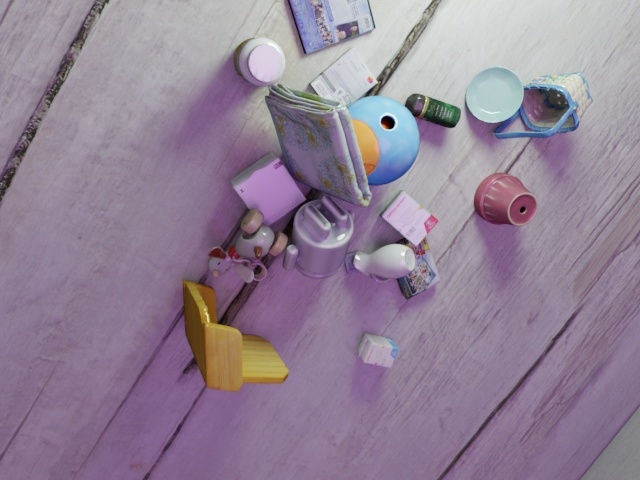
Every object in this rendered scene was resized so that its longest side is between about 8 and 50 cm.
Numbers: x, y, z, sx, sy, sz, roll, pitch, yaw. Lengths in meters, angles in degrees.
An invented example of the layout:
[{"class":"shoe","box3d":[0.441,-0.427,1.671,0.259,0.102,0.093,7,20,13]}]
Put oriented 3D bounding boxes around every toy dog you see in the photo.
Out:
[{"class":"toy dog","box3d":[-0.254,0.053,1.743,0.220,0.161,0.334,23,131,-11]}]

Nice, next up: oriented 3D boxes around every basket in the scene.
[{"class":"basket","box3d":[0.787,-0.459,1.871,0.289,0.254,0.201,-49,119,-14]}]

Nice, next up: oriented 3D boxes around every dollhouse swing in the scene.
[{"class":"dollhouse swing","box3d":[-0.283,0.308,1.809,0.304,0.347,0.316,-6,111,-23]}]

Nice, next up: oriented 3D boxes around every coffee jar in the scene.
[{"class":"coffee jar","box3d":[0.389,-0.453,1.841,0.184,0.096,0.079,12,103,-20]}]

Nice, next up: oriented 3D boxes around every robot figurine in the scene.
[{"class":"robot figurine","box3d":[0.000,0.000,1.803,0.299,0.200,0.354,-27,154,-24]}]

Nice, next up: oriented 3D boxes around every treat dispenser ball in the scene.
[{"class":"treat dispenser ball","box3d":[0.178,-0.323,1.725,0.287,0.288,0.289,-5,111,-13]}]

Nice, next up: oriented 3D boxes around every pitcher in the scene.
[{"class":"pitcher","box3d":[0.253,0.095,1.963,0.178,0.207,0.126,46,49,-37]}]

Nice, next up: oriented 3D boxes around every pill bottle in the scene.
[{"class":"pill bottle","box3d":[-0.180,-0.531,1.573,0.136,0.246,0.137,-5,111,-14]}]

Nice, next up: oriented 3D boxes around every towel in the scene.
[{"class":"towel","box3d":[-0.010,-0.287,1.628,0.090,0.320,0.375,-41,136,-20]}]

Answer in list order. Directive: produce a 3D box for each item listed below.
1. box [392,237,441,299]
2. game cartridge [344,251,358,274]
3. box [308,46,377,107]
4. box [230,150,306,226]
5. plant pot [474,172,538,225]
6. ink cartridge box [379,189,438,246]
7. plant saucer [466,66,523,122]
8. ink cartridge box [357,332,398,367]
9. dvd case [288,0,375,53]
[{"class":"box","box3d":[0.362,0.097,2.064,0.159,0.044,0.233,-26,114,-4]},{"class":"game cartridge","box3d":[0.120,0.084,2.010,0.055,0.017,0.083,-14,113,-6]},{"class":"box","box3d":[0.076,-0.525,1.760,0.186,0.038,0.145,-40,115,3]},{"class":"box","box3d":[-0.177,-0.172,1.777,0.180,0.119,0.182,-34,115,-1]},{"class":"plant pot","box3d":[0.714,-0.142,1.999,0.201,0.180,0.202,-5,110,-14]},{"class":"ink cartridge box","box3d":[0.324,-0.084,1.949,0.175,0.072,0.127,40,96,-7]},{"class":"plant saucer","box3d":[0.619,-0.517,1.883,0.194,0.037,0.195,1,96,14]},{"class":"ink cartridge box","box3d":[0.222,0.439,2.128,0.143,0.090,0.092,17,104,-19]},{"class":"dvd case","box3d":[0.038,-0.726,1.685,0.252,0.022,0.181,-22,113,-6]}]
